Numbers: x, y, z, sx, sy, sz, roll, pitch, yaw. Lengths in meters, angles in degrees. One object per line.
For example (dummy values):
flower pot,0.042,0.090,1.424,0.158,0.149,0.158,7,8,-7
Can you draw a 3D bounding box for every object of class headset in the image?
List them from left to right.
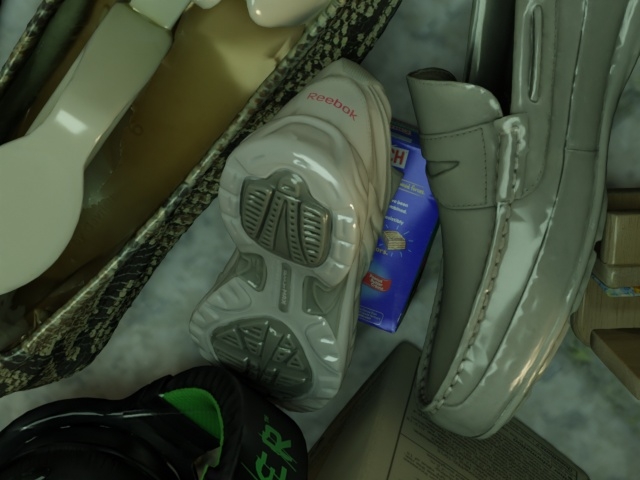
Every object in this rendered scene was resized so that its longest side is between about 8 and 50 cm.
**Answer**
headset,-0.173,0.189,1.055,0.185,0.243,0.394,39,135,-19

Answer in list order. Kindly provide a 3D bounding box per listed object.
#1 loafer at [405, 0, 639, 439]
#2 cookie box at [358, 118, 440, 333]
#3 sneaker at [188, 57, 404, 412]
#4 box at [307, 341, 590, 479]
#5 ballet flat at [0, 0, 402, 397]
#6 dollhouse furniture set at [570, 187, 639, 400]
loafer,0.092,-0.059,0.996,0.111,0.112,0.319,13,93,-15
cookie box,0.020,-0.016,1.080,0.092,0.040,0.107,21,110,4
sneaker,0.000,0.000,1.014,0.090,0.115,0.232,28,143,7
box,0.046,0.186,0.994,0.148,0.311,0.121,37,110,-3
ballet flat,-0.083,-0.093,0.999,0.164,0.182,0.483,38,109,4
dollhouse furniture set,0.260,0.078,0.980,0.242,0.212,0.161,-2,108,-12
